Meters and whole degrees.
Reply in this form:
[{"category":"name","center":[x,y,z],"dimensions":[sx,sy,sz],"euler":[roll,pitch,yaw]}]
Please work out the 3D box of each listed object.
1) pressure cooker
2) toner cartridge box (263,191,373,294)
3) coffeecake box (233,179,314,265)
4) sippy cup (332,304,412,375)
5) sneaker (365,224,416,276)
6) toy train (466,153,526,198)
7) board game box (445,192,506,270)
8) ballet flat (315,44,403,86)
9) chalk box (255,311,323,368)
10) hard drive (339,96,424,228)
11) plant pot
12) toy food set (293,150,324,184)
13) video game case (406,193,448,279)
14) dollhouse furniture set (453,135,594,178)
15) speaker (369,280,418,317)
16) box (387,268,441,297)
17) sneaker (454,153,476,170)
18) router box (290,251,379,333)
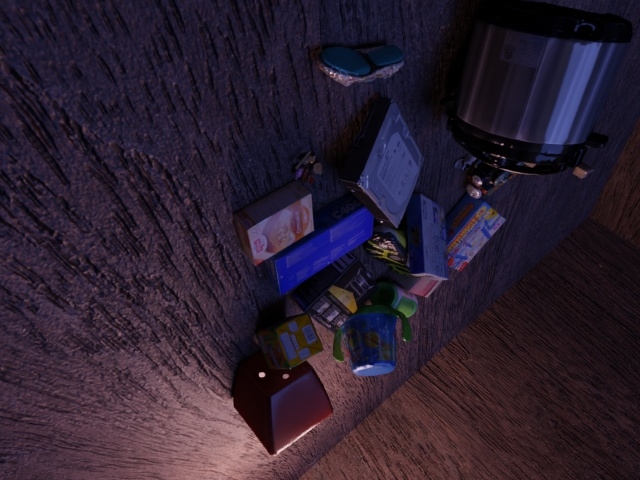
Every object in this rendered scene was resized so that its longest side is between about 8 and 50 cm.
[{"category":"pressure cooker","center":[0.535,-0.382,1.257],"dimensions":[0.375,0.370,0.420],"euler":[-2,122,-14]},{"category":"toner cartridge box","center":[0.000,0.000,1.378],"dimensions":[0.348,0.075,0.165],"euler":[-31,145,-23]},{"category":"coffeecake box","center":[-0.112,-0.044,1.199],"dimensions":[0.185,0.068,0.142],"euler":[-32,147,-21]},{"category":"sippy cup","center":[0.190,0.388,1.832],"dimensions":[0.240,0.224,0.305],"euler":[2,150,-13]},{"category":"sneaker","center":[0.273,0.013,1.701],"dimensions":[0.385,0.145,0.147],"euler":[38,66,-57]},{"category":"toy train","center":[0.698,-0.284,1.836],"dimensions":[0.334,0.142,0.190],"euler":[-36,157,-16]},{"category":"board game box","center":[0.611,-0.031,2.040],"dimensions":[0.308,0.086,0.302],"euler":[-53,145,14]},{"category":"ballet flat","center":[0.084,-0.371,1.042],"dimensions":[0.241,0.091,0.077],"euler":[-17,161,-33]},{"category":"chalk box","center":[-0.113,0.322,1.527],"dimensions":[0.132,0.132,0.213],"euler":[-22,176,-32]},{"category":"hard drive","center":[0.180,-0.195,1.298],"dimensions":[0.339,0.064,0.237],"euler":[37,74,-58]},{"category":"plant pot","center":[-0.139,0.503,1.649],"dimensions":[0.267,0.267,0.236],"euler":[-26,132,-29]},{"category":"toy food set","center":[-0.034,-0.175,1.182],"dimensions":[0.078,0.019,0.122],"euler":[-50,158,-7]},{"category":"video game case","center":[0.375,-0.004,1.681],"dimensions":[0.244,0.061,0.269],"euler":[16,71,-55]},{"category":"dollhouse furniture set","center":[0.663,-0.334,1.511],"dimensions":[0.303,0.355,0.174],"euler":[-20,140,-35]},{"category":"speaker","center":[0.308,0.247,1.992],"dimensions":[0.131,0.131,0.296],"euler":[-50,149,8]},{"category":"box","center":[0.401,0.130,1.962],"dimensions":[0.148,0.127,0.232],"euler":[-53,148,11]},{"category":"sneaker","center":[0.525,-0.276,1.717],"dimensions":[0.109,0.044,0.040],"euler":[-28,143,-29]},{"category":"router box","center":[0.060,0.176,1.651],"dimensions":[0.243,0.081,0.309],"euler":[-44,149,-3]}]
